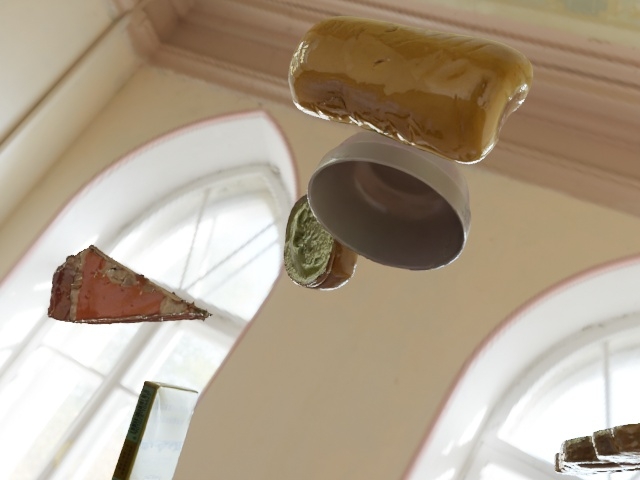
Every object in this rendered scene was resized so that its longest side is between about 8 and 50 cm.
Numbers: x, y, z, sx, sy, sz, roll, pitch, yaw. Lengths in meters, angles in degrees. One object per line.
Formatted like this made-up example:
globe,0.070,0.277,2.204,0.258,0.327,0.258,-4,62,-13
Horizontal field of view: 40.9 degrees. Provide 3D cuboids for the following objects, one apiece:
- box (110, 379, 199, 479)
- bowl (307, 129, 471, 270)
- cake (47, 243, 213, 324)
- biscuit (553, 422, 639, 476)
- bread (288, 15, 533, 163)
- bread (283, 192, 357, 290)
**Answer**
box,-0.309,0.396,1.550,0.041,0.279,0.153,14,-8,23
bowl,0.135,-0.089,1.495,0.287,0.144,0.287,19,-33,13
cake,-0.297,0.081,1.351,0.287,0.135,0.098,6,-22,17
biscuit,0.396,0.278,1.117,0.183,0.047,0.320,6,-21,-14
bread,0.085,-0.183,0.966,0.305,0.142,0.091,23,-20,40
bread,0.000,0.000,1.907,0.070,0.236,0.236,12,-9,-34
